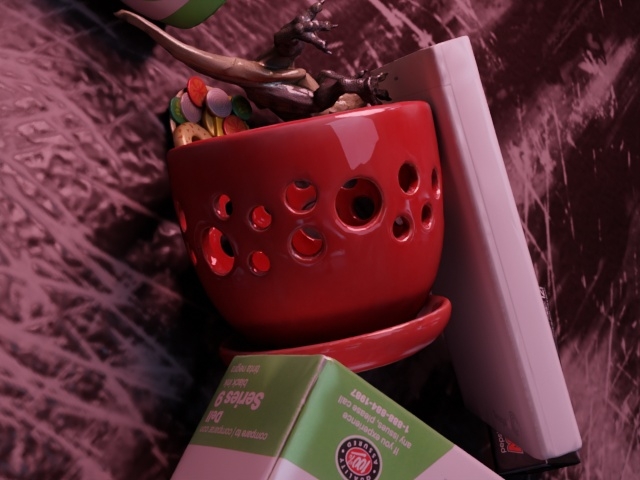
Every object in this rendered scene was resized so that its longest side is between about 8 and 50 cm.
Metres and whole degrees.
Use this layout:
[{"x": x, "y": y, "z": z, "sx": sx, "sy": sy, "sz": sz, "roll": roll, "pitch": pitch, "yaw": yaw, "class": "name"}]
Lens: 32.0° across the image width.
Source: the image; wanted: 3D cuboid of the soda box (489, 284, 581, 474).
[{"x": 0.184, "y": 0.125, "z": 1.018, "sx": 0.053, "sy": 0.060, "sz": 0.169, "roll": 9, "pitch": 65, "yaw": -42, "class": "soda box"}]

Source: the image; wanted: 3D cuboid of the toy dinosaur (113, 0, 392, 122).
[{"x": -0.022, "y": -0.130, "z": 0.869, "sx": 0.268, "sy": 0.118, "sz": 0.064, "roll": 20, "pitch": 68, "yaw": -49, "class": "toy dinosaur"}]

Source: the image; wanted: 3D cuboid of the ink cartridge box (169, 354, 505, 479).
[{"x": -0.014, "y": 0.242, "z": 0.664, "sx": 0.211, "sy": 0.121, "sz": 0.289, "roll": 38, "pitch": 66, "yaw": -25, "class": "ink cartridge box"}]

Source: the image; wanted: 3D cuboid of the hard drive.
[{"x": 0.116, "y": 0.002, "z": 0.887, "sx": 0.040, "sy": 0.203, "sz": 0.308, "roll": -17, "pitch": 96, "yaw": -8, "class": "hard drive"}]

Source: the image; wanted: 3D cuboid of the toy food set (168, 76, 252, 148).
[{"x": -0.085, "y": -0.088, "z": 0.879, "sx": 0.083, "sy": 0.020, "sz": 0.083, "roll": 10, "pitch": 65, "yaw": -42, "class": "toy food set"}]

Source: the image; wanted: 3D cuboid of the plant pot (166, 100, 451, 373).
[{"x": 0.000, "y": 0.000, "z": 0.795, "sx": 0.191, "sy": 0.191, "sz": 0.174, "roll": -19, "pitch": 99, "yaw": -48, "class": "plant pot"}]

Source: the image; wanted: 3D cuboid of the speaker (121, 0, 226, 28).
[{"x": -0.183, "y": -0.279, "z": 0.794, "sx": 0.296, "sy": 0.131, "sz": 0.131, "roll": 34, "pitch": 50, "yaw": -29, "class": "speaker"}]
